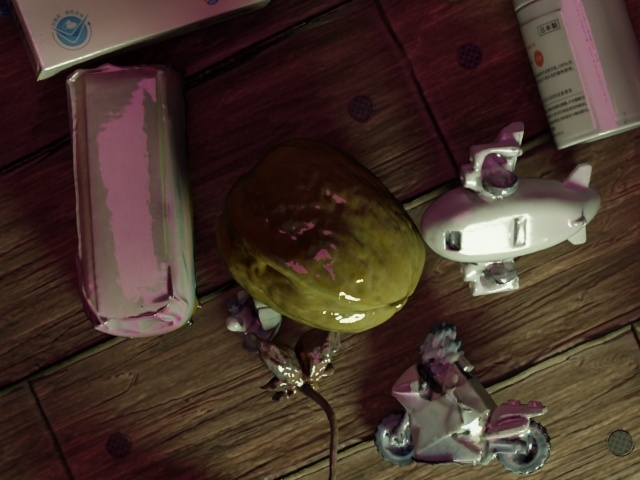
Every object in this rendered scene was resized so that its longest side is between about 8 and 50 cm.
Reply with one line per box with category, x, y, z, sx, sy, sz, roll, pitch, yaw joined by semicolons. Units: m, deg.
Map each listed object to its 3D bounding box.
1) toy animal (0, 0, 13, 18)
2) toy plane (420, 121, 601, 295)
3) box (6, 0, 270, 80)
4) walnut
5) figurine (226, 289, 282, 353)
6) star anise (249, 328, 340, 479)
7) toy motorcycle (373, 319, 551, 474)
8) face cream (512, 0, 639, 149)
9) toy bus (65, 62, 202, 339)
toy animal;-0.429;-0.387;1.814;0.176;0.255;0.239;-22;47;29
toy plane;0.253;-0.037;1.733;0.252;0.118;0.252;-8;122;-13
box;-0.254;-0.363;1.767;0.343;0.065;0.200;-21;87;-19
walnut;0.000;0.000;1.727;0.283;0.283;0.227;35;122;5
figurine;-0.096;0.101;1.807;0.082;0.086;0.094;-30;47;12
star anise;-0.015;0.238;1.740;0.218;0.148;0.227;-52;48;14
toy motorcycle;0.190;0.210;1.771;0.239;0.108;0.204;0;91;6
face cream;0.330;-0.315;1.732;0.145;0.145;0.370;-16;90;6
toy bus;-0.264;-0.053;1.790;0.171;0.162;0.386;-4;91;5
